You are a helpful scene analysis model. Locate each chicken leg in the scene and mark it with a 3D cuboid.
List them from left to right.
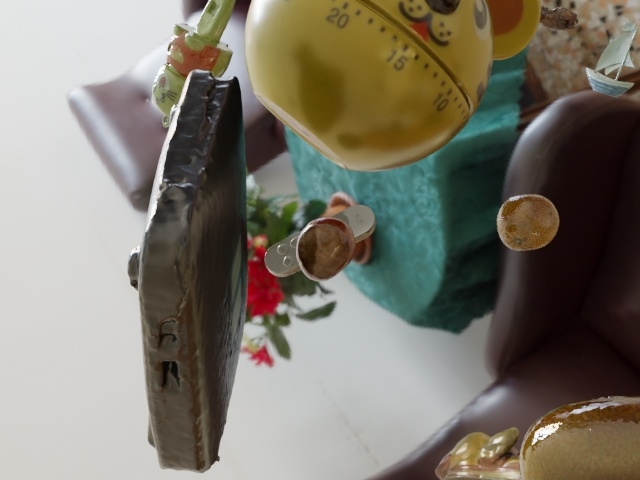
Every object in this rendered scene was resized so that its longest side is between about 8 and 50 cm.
[{"bbox_3d":[0.349,-0.341,1.354,0.083,0.021,0.036,24,100,13],"label":"chicken leg"}]

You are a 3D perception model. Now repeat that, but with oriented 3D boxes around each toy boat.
[{"bbox_3d":[0.582,-0.361,1.793,0.105,0.034,0.149,1,90,44],"label":"toy boat"}]

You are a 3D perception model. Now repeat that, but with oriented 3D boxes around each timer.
[{"bbox_3d":[0.090,-0.297,1.210,0.376,0.387,0.376,37,178,2],"label":"timer"}]

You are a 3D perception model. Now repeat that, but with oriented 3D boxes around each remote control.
[{"bbox_3d":[0.000,0.000,1.829,0.077,0.245,0.022,62,178,32],"label":"remote control"}]

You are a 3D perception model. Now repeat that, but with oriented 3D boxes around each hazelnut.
[{"bbox_3d":[0.006,0.008,1.163,0.086,0.086,0.086,48,150,40],"label":"hazelnut"}]

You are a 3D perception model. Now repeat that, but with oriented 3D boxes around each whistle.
[{"bbox_3d":[-0.232,-0.335,1.654,0.131,0.106,0.288,44,116,38],"label":"whistle"}]

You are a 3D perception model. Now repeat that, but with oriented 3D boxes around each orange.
[{"bbox_3d":[0.267,-0.022,1.154,0.085,0.085,0.085,48,150,40],"label":"orange"}]

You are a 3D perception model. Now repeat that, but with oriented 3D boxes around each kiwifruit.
[{"bbox_3d":[0.170,0.120,0.488,0.124,0.075,0.075,-10,105,24],"label":"kiwifruit"}]

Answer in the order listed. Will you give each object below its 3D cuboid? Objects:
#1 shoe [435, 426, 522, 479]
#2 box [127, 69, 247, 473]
[{"bbox_3d":[0.148,0.182,0.694,0.072,0.069,0.109,51,137,-4],"label":"shoe"},{"bbox_3d":[-0.136,0.030,0.992,0.359,0.091,0.350,-87,0,-51],"label":"box"}]
